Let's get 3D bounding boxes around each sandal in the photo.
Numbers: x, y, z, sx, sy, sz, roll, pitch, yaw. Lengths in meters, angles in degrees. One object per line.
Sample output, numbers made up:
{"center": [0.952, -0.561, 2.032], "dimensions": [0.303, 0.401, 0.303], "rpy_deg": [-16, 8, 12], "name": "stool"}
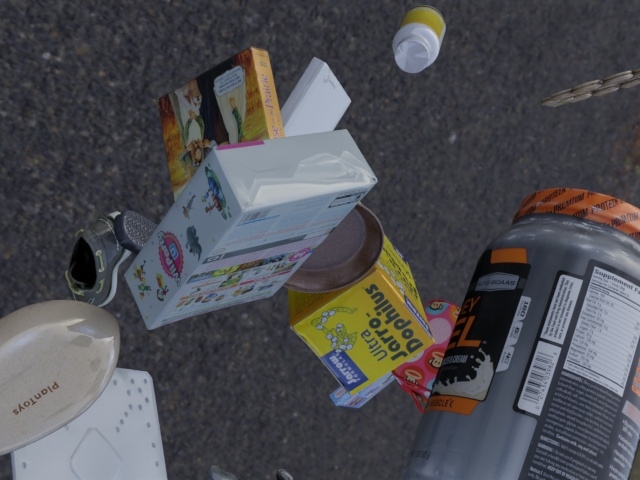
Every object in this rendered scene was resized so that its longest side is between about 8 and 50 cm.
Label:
{"center": [-0.303, 0.022, 1.624], "dimensions": [0.254, 0.054, 0.097], "rpy_deg": [42, 33, -45], "name": "sandal"}

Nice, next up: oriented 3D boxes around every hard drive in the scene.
{"center": [-0.059, -0.256, 2.161], "dimensions": [0.353, 0.047, 0.233], "rpy_deg": [-59, 157, -4], "name": "hard drive"}

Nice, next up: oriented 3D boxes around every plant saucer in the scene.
{"center": [0.000, 0.000, 1.348], "dimensions": [0.198, 0.036, 0.199], "rpy_deg": [-4, 132, -5], "name": "plant saucer"}

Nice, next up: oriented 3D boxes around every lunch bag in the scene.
{"center": [0.310, 0.289, 1.919], "dimensions": [0.258, 0.293, 0.120], "rpy_deg": [-55, 148, -20], "name": "lunch bag"}

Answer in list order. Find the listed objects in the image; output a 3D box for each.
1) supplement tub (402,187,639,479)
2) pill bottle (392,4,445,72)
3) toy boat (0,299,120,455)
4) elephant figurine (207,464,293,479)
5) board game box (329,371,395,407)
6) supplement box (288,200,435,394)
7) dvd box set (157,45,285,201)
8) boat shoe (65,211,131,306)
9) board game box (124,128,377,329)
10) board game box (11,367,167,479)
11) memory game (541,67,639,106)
{"center": [0.215, 0.122, 0.817], "dimensions": [0.193, 0.193, 0.316], "rpy_deg": [51, 57, -53], "name": "supplement tub"}
{"center": [0.212, -0.435, 1.872], "dimensions": [0.184, 0.103, 0.103], "rpy_deg": [-67, 159, -54], "name": "pill bottle"}
{"center": [-0.427, 0.126, 1.182], "dimensions": [0.267, 0.148, 0.318], "rpy_deg": [-29, 122, -18], "name": "toy boat"}
{"center": [-0.083, 0.447, 1.342], "dimensions": [0.239, 0.169, 0.186], "rpy_deg": [61, 36, -79], "name": "elephant figurine"}
{"center": [0.122, 0.368, 2.216], "dimensions": [0.160, 0.039, 0.211], "rpy_deg": [-40, 160, 6], "name": "board game box"}
{"center": [0.067, 0.097, 1.696], "dimensions": [0.195, 0.356, 0.194], "rpy_deg": [-35, 112, 12], "name": "supplement box"}
{"center": [-0.202, -0.162, 1.852], "dimensions": [0.062, 0.307, 0.421], "rpy_deg": [3, 72, -52], "name": "dvd box set"}
{"center": [-0.451, 0.052, 1.686], "dimensions": [0.091, 0.109, 0.305], "rpy_deg": [-27, 164, -38], "name": "boat shoe"}
{"center": [-0.099, -0.012, 1.139], "dimensions": [0.224, 0.098, 0.303], "rpy_deg": [-13, 156, -41], "name": "board game box"}
{"center": [-0.437, 0.427, 1.620], "dimensions": [0.390, 0.050, 0.390], "rpy_deg": [24, 49, -58], "name": "board game box"}
{"center": [0.383, -0.205, 1.133], "dimensions": [0.186, 0.186, 0.012], "rpy_deg": [-15, 91, -48], "name": "memory game"}
